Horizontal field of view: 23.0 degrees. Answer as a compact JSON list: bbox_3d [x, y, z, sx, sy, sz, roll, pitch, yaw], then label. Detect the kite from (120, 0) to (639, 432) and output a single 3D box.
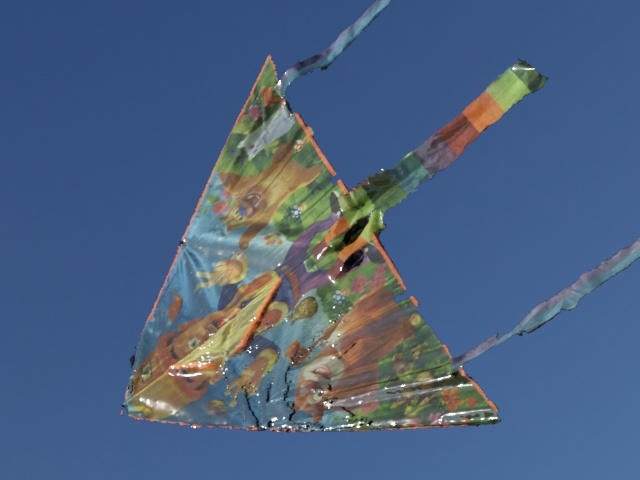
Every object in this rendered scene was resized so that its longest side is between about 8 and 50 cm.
[{"bbox_3d":[0.000,0.000,0.455,0.160,0.183,0.010,-39,-48,7],"label":"kite"}]
